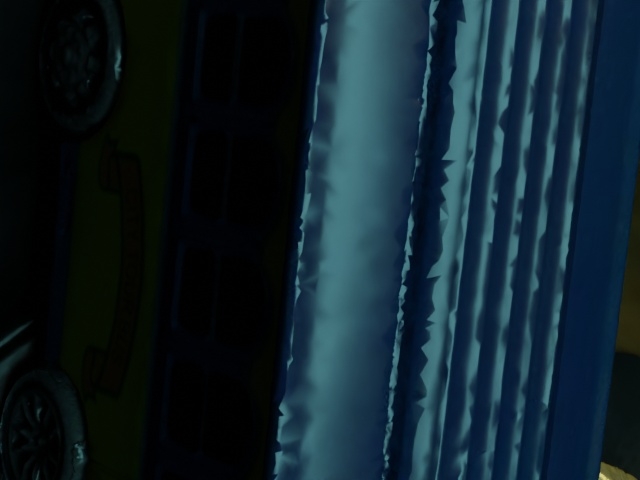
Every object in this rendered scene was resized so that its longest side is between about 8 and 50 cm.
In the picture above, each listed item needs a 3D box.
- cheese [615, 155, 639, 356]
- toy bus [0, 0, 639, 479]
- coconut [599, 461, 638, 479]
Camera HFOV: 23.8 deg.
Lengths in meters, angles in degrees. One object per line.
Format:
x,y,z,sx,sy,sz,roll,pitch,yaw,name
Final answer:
0.269,-0.137,0.736,0.384,0.104,0.383,-9,104,-38,cheese
0.000,0.000,0.492,0.138,0.175,0.287,1,98,-39,toy bus
0.081,0.148,0.631,0.116,0.116,0.122,33,72,-39,coconut
